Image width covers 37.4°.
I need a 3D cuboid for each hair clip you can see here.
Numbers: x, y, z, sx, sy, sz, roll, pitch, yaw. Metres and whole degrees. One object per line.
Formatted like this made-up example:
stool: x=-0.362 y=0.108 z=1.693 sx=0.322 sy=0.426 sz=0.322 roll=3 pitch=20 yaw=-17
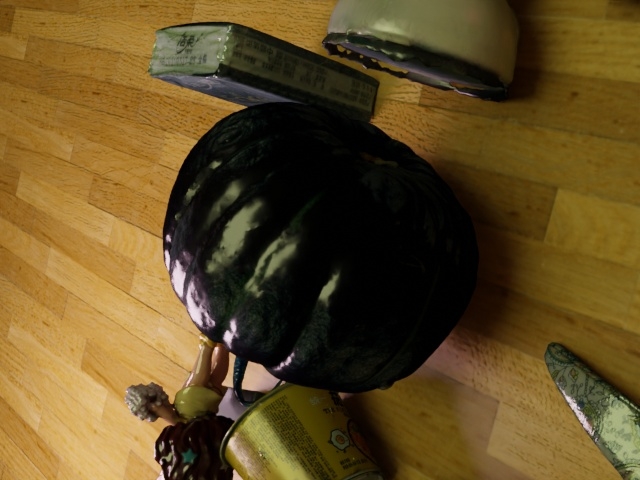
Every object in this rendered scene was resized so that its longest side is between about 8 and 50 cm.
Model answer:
hair clip: x=0.292 y=0.181 z=0.940 sx=0.066 sy=0.036 sz=0.229 roll=-55 pitch=46 yaw=19

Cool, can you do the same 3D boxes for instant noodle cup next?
instant noodle cup: x=-0.014 y=0.281 z=1.189 sx=0.144 sy=0.182 sz=0.182 roll=51 pitch=122 yaw=31

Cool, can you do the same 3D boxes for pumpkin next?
pumpkin: x=0.000 y=0.000 z=1.070 sx=0.266 sy=0.363 sz=0.363 roll=-59 pitch=45 yaw=24

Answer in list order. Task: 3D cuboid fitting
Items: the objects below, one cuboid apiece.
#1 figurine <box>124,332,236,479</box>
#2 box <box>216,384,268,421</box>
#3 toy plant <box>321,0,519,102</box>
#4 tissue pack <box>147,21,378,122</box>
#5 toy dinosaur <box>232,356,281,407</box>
figurine: x=-0.165 y=0.243 z=1.260 sx=0.116 sy=0.175 sz=0.240 roll=-2 pitch=82 yaw=34
box: x=-0.103 y=0.251 z=1.365 sx=0.122 sy=0.084 sz=0.069 roll=-1 pitch=75 yaw=49
toy plant: x=0.155 y=-0.342 z=1.066 sx=0.247 sy=0.247 sz=0.332 roll=23 pitch=97 yaw=49
tissue pack: x=-0.076 y=-0.224 z=1.280 sx=0.185 sy=0.257 sz=0.081 roll=11 pitch=89 yaw=50
toy dinosaur: x=-0.105 y=0.069 z=1.389 sx=0.147 sy=0.076 sz=0.363 roll=-16 pitch=57 yaw=48
